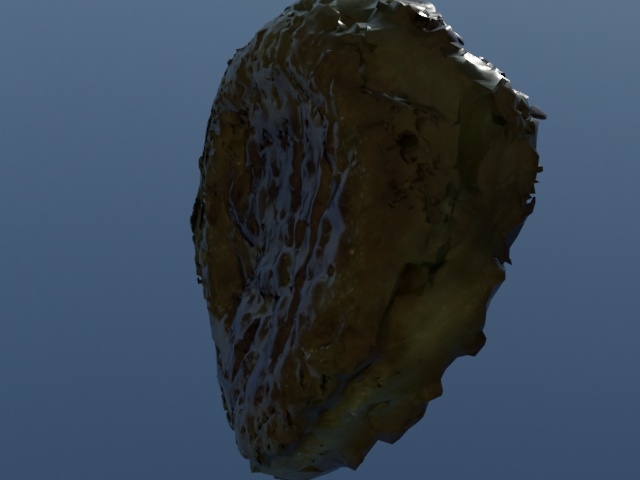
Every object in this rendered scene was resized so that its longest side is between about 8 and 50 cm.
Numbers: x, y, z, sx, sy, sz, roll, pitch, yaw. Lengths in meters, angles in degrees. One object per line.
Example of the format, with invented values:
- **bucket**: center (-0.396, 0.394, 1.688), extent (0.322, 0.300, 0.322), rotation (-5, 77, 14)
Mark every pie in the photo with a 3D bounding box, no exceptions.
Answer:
- **pie**: center (0.000, 0.000, 0.722), extent (0.354, 0.103, 0.288), rotation (-54, -143, 42)
